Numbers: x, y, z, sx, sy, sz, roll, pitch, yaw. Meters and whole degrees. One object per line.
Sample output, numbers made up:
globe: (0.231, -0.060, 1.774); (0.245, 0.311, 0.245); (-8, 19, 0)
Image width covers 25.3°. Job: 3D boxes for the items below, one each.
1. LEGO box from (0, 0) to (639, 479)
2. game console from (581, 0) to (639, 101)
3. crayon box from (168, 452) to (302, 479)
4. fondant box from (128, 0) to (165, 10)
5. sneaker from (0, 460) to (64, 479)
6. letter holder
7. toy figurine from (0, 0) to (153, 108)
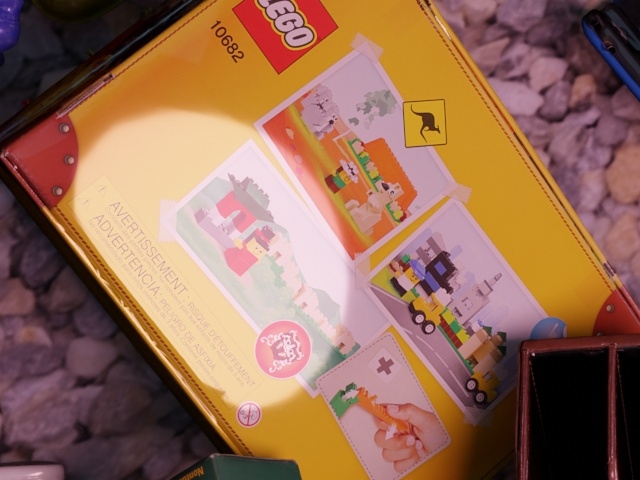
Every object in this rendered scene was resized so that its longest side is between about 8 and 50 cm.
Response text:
LEGO box: (0.000, 0.000, 1.282); (0.372, 0.193, 0.500); (-39, 105, -12)
game console: (0.424, -0.164, 1.451); (0.173, 0.250, 0.293); (-41, 87, 15)
crayon box: (-0.133, 0.389, 1.159); (0.106, 0.363, 0.313); (13, 53, -44)
fondant box: (-0.026, -0.346, 1.457); (0.238, 0.096, 0.330); (28, 79, -1)
sneaker: (-0.340, 0.275, 1.327); (0.216, 0.079, 0.121); (-8, 85, 0)
letter holder: (0.254, 0.258, 1.178); (0.152, 0.302, 0.214); (-5, 37, 15)
toy figurine: (-0.307, -0.158, 1.284); (0.362, 0.217, 0.191); (-31, 90, 6)
